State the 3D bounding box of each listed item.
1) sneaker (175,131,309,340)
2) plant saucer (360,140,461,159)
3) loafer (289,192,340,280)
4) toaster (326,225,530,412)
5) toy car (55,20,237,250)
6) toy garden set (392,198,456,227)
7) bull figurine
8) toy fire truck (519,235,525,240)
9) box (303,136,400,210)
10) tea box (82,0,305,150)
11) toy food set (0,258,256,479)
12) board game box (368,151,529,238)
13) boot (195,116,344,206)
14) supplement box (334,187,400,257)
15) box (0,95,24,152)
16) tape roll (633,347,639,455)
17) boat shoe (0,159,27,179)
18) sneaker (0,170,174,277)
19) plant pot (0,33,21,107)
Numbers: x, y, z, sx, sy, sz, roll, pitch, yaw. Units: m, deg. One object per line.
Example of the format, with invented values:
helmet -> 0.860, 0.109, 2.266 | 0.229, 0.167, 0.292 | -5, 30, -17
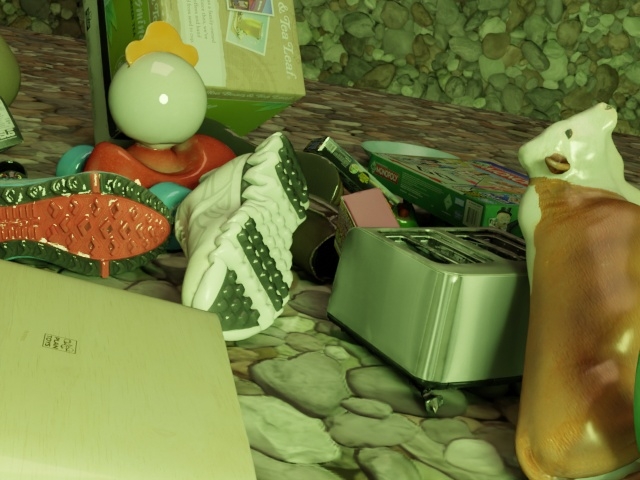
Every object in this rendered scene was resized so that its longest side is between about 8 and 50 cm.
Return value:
sneaker -> -0.090, 0.001, 0.833 | 0.118, 0.110, 0.292 | -13, 28, 16
plant saucer -> 0.169, -0.148, 1.613 | 0.195, 0.037, 0.195 | 8, 15, -2
loafer -> 0.000, 0.000, 0.935 | 0.220, 0.080, 0.078 | 16, 17, 20
toaster -> 0.120, 0.056, 0.756 | 0.168, 0.110, 0.186 | -1, 18, -30
toy car -> -0.176, -0.136, 1.020 | 0.210, 0.237, 0.219 | -7, 23, -44
toy garden set -> 0.214, -0.017, 1.170 | 0.245, 0.049, 0.204 | 9, 16, 0
bull figurine -> 0.226, 0.045, 0.632 | 0.189, 0.310, 0.101 | 11, -26, 5
toy fire truck -> 0.309, -0.027, 0.835 | 0.159, 0.246, 0.217 | 27, 8, -25
box -> 0.042, -0.092, 1.212 | 0.137, 0.027, 0.094 | 41, -4, -13
tea box -> -0.208, -0.330, 1.315 | 0.220, 0.328, 0.324 | -2, -11, -33
toy food set -> -0.169, 0.102, 0.519 | 0.220, 0.092, 0.306 | 17, 15, -18
board game box -> 0.226, -0.061, 1.168 | 0.214, 0.046, 0.317 | 1, 16, -23
boot -> -0.112, -0.096, 1.213 | 0.306, 0.112, 0.115 | 17, -2, 12
supplement box -> 0.045, -0.004, 0.848 | 0.043, 0.083, 0.055 | -14, 57, -14
box -> -0.420, -0.067, 0.815 | 0.183, 0.056, 0.231 | -21, 10, 15
tape roll -> 0.334, 0.057, 0.501 | 0.322, 0.321, 0.077 | 2, 18, -25
boat shoe -> -0.372, -0.063, 1.014 | 0.049, 0.042, 0.133 | 6, 18, -19
sneaker -> -0.279, -0.032, 0.851 | 0.262, 0.104, 0.125 | 3, 15, -21
plant pot -> -0.592, -0.280, 1.326 | 0.257, 0.256, 0.274 | 13, 0, 12
